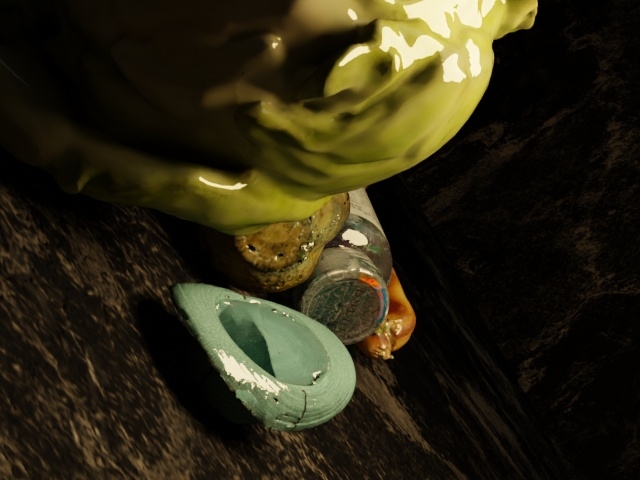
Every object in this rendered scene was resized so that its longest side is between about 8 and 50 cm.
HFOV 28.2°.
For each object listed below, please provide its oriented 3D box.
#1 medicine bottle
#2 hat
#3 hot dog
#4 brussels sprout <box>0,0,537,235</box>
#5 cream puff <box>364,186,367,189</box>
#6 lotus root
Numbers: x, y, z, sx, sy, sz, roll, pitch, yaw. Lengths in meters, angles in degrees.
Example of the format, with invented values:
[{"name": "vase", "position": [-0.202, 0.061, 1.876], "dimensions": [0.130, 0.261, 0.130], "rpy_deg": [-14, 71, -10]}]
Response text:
[{"name": "medicine bottle", "position": [0.000, 0.000, 1.460], "dimensions": [0.141, 0.141, 0.293], "rpy_deg": [52, 10, -30]}, {"name": "hat", "position": [-0.058, 0.101, 1.010], "dimensions": [0.191, 0.078, 0.138], "rpy_deg": [17, 28, -48]}, {"name": "hot dog", "position": [0.032, 0.042, 1.645], "dimensions": [0.135, 0.100, 0.337], "rpy_deg": [42, 14, -32]}, {"name": "brussels sprout", "position": [-0.037, -0.182, 1.008], "dimensions": [0.361, 0.425, 0.342], "rpy_deg": [39, 31, -71]}, {"name": "cream puff", "position": [0.021, -0.106, 2.037], "dimensions": [0.103, 0.126, 0.144], "rpy_deg": [43, -3, 9]}, {"name": "lotus root", "position": [-0.058, -0.042, 1.255], "dimensions": [0.160, 0.152, 0.275], "rpy_deg": [41, 10, -13]}]
